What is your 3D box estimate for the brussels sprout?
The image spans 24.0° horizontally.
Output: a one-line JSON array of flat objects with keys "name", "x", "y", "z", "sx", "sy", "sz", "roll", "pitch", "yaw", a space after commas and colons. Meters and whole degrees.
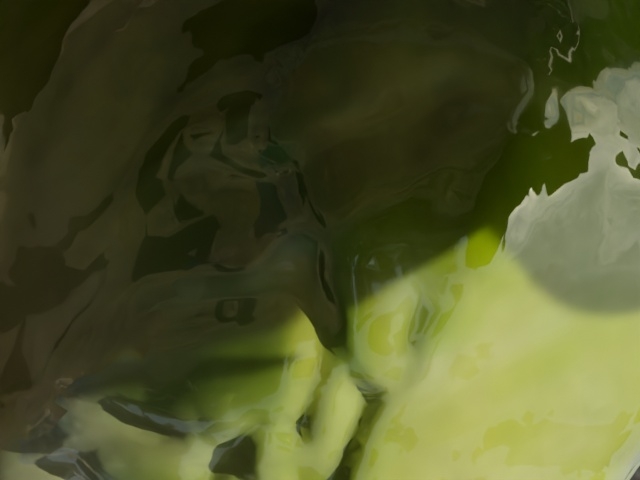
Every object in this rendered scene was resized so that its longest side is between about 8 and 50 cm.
[{"name": "brussels sprout", "x": 0.000, "y": 0.000, "z": 0.565, "sx": 0.344, "sy": 0.344, "sz": 0.268, "roll": -31, "pitch": 140, "yaw": 10}]
